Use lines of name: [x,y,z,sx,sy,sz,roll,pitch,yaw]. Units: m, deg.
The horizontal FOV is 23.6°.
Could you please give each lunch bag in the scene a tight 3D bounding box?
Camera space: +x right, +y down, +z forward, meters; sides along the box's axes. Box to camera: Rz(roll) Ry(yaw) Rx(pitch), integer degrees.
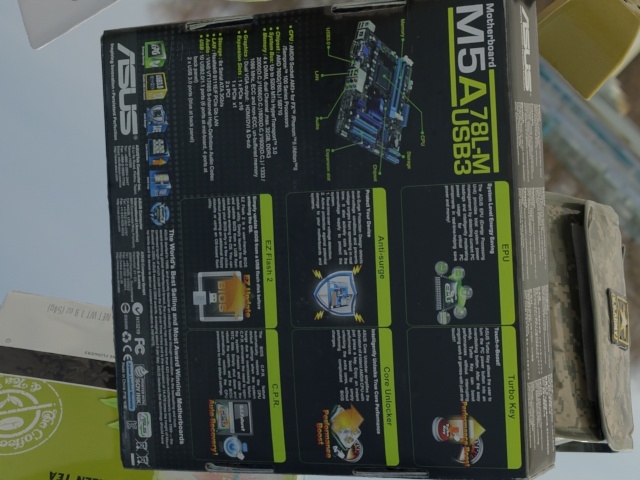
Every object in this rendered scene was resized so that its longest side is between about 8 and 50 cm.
lunch bag: [0.178,0.079,1.404,0.287,0.169,0.235,4,-103,-30]

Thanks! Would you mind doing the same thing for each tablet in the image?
tablet: [-0.141,-0.150,0.880,0.006,0.083,0.054,11,-123,-58]

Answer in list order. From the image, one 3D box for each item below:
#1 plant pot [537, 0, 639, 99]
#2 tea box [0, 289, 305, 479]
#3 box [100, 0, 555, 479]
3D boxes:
plant pot: [0.243,-0.191,1.362,0.081,0.083,0.081,43,-149,-3]
tea box: [-0.186,0.253,1.500,0.329,0.220,0.323,8,-135,3]
box: [0.000,0.000,0.626,0.045,0.184,0.190,-4,-89,-67]
